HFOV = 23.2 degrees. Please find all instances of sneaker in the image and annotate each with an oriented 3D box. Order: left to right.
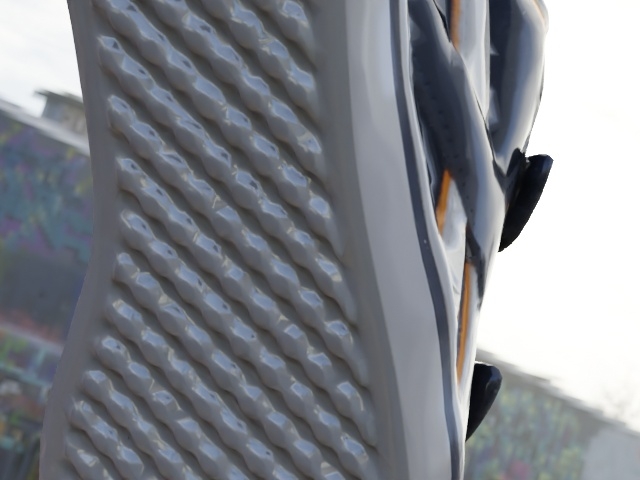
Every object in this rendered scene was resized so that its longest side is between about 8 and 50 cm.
[{"bbox_3d":[0.000,0.000,0.446,0.126,0.321,0.127,11,19,26],"label":"sneaker"}]
